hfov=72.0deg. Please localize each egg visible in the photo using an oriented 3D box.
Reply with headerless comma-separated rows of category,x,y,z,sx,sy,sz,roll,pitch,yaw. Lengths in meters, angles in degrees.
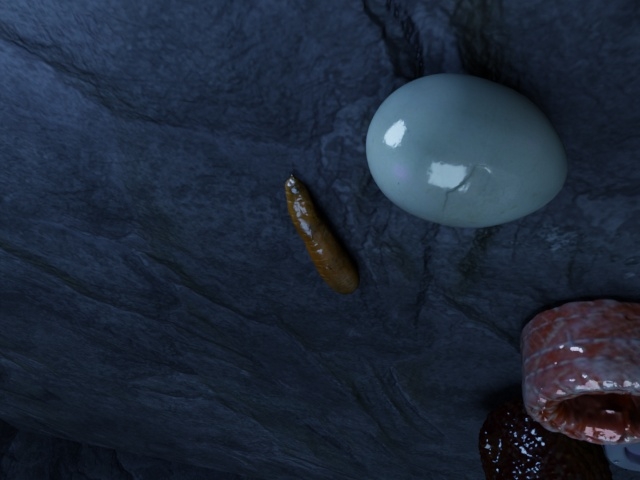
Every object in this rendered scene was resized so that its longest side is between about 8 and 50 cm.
egg,0.150,-0.088,0.457,0.209,0.151,0.151,14,140,-3

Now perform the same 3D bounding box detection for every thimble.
thimble,0.456,0.212,0.716,0.239,0.162,0.239,8,137,8

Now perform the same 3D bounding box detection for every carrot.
carrot,0.000,0.000,0.679,0.059,0.059,0.248,-10,132,25

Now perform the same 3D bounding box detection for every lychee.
lychee,0.467,0.467,0.935,0.260,0.261,0.261,8,140,7

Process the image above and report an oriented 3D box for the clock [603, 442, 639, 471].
clock,0.725,0.362,0.857,0.338,0.102,0.339,8,139,7
